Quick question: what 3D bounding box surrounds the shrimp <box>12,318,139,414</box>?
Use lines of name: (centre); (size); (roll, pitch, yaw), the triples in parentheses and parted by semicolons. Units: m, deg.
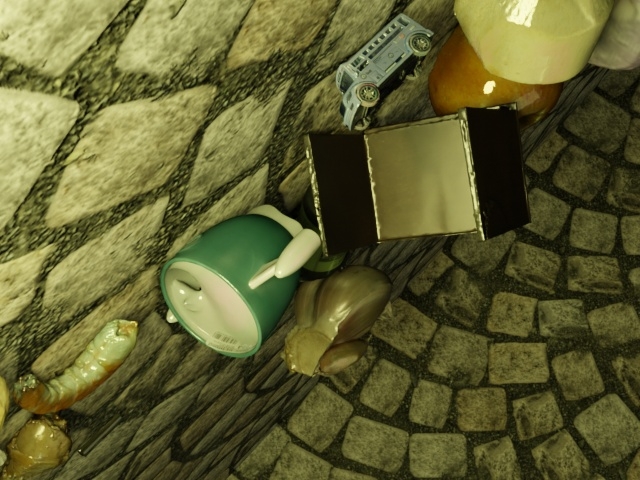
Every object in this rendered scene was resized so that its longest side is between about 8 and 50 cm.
shrimp: (-0.314, 0.156, 1.184); (0.161, 0.049, 0.166); (-48, 160, 9)

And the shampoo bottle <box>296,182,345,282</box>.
shampoo bottle: (0.000, 0.000, 1.609); (0.101, 0.101, 0.284); (-41, 166, -28)

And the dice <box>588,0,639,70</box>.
dice: (0.492, -0.457, 1.481); (0.270, 0.270, 0.271); (-45, 167, -13)

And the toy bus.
toy bus: (0.077, -0.224, 1.247); (0.167, 0.076, 0.073); (-45, 169, -22)

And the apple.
apple: (0.289, -0.278, 1.572); (0.237, 0.207, 0.237); (-26, 165, -8)

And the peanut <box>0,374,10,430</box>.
peanut: (-0.394, 0.204, 0.935); (0.194, 0.093, 0.083); (-43, -179, -31)

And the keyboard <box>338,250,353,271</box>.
keyboard: (0.098, -0.058, 1.786); (0.262, 0.016, 0.106); (-61, 176, -31)

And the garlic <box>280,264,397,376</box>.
garlic: (0.053, 0.164, 1.964); (0.210, 0.237, 0.292); (1, -153, 45)

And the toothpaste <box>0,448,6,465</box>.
toothpaste: (-0.482, 0.323, 1.109); (0.248, 0.047, 0.078); (-33, 159, -43)

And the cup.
cup: (-0.104, 0.041, 1.275); (0.300, 0.167, 0.173); (-23, -159, 48)

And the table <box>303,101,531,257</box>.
table: (0.152, -0.093, 1.386); (0.251, 0.196, 0.282); (-6, -176, 26)

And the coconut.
coconut: (0.304, -0.337, 1.339); (0.241, 0.241, 0.241); (-45, 167, -13)

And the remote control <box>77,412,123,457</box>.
remote control: (-0.368, 0.329, 1.572); (0.091, 0.016, 0.034); (-44, 162, -20)

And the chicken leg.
chicken leg: (-0.402, 0.304, 1.274); (0.198, 0.069, 0.085); (-46, 168, 27)
